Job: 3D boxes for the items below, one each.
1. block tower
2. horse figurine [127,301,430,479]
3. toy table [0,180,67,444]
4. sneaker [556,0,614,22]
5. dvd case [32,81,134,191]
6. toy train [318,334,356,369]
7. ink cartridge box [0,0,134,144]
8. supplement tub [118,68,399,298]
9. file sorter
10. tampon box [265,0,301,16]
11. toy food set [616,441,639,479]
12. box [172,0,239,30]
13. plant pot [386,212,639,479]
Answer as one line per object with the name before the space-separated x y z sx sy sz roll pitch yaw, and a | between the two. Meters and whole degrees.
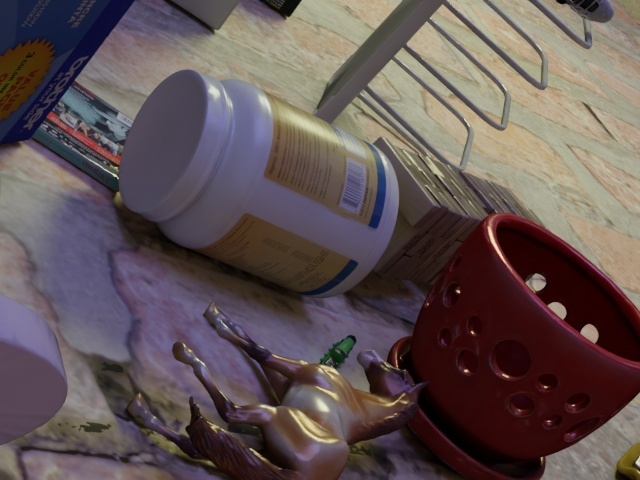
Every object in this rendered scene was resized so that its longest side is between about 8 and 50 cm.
block tower | 0.127 -0.013 1.384 0.091 0.097 0.335 52 17 25
horse figurine | -0.029 0.121 0.982 0.174 0.066 0.263 35 20 2
toy table | -0.251 0.007 0.647 0.274 0.252 0.161 27 39 -57
sneaker | 0.274 -0.261 1.496 0.098 0.038 0.069 35 25 -6
dvd case | -0.195 -0.093 1.177 0.087 0.013 0.119 34 25 -16
toy train | 0.012 0.097 1.138 0.017 0.024 0.083 41 23 2
ink cartridge box | -0.248 -0.194 0.947 0.151 0.270 0.395 45 23 7
supplement tub | -0.050 -0.046 1.147 0.199 0.144 0.144 24 28 -34
file sorter | 0.150 -0.200 1.577 0.173 0.278 0.193 41 22 -8
tampon box | -0.035 -0.393 1.780 0.101 0.161 0.120 32 23 -18
toy food set | 0.375 0.235 1.388 0.128 0.071 0.218 46 23 12
box | -0.104 -0.447 1.532 0.215 0.345 0.168 31 24 -21
plant pot | 0.160 0.097 1.172 0.191 0.174 0.191 33 24 -17
